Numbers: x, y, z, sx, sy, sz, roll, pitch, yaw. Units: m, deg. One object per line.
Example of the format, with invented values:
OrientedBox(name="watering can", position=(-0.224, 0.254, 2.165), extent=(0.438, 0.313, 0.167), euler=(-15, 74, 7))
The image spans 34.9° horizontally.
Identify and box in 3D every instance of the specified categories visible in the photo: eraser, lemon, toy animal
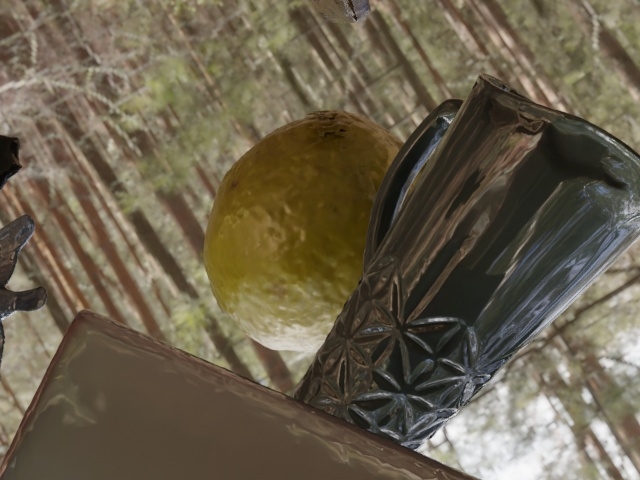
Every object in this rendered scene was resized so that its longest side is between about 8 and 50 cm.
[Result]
OrientedBox(name="eraser", position=(-0.041, 0.168, 0.547), extent=(0.095, 0.270, 0.174), euler=(147, -33, -78))
OrientedBox(name="lemon", position=(0.000, 0.000, 1.455), extent=(0.387, 0.350, 0.350), euler=(-34, 169, 16))
OrientedBox(name="toy animal", position=(-0.459, 0.081, 1.374), extent=(0.255, 0.239, 0.176), euler=(2, 169, 16))

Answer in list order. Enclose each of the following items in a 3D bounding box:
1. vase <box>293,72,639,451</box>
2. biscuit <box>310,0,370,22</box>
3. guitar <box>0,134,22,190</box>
OrientedBox(name="vase", position=(0.098, 0.023, 0.742), extent=(0.156, 0.251, 0.301), euler=(22, 112, -36))
OrientedBox(name="biscuit", position=(-0.052, -0.440, 1.381), extent=(0.046, 0.359, 0.359), euler=(-38, 169, -5))
OrientedBox(name="guitar", position=(-0.291, -0.076, 0.546), extent=(0.038, 0.271, 0.084), euler=(75, 31, -78))
